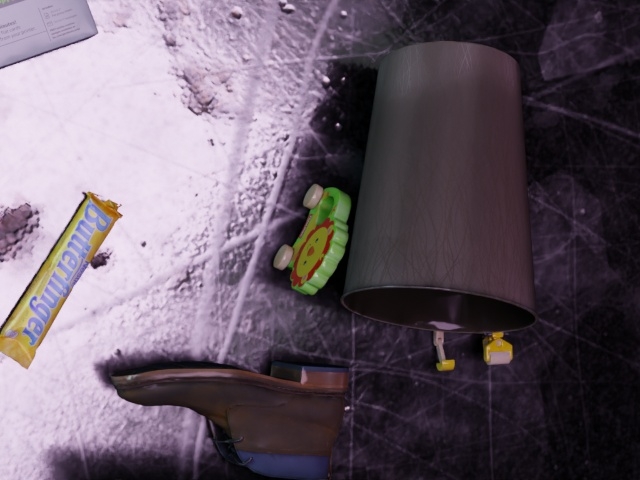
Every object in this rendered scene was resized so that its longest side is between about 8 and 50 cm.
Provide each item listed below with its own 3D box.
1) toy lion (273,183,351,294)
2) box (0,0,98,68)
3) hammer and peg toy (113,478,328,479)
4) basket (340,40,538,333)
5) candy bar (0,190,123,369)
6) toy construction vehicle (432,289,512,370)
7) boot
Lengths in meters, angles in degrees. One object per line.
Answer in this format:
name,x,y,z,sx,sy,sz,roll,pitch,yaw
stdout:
toy lion,0.000,0.000,1.176,0.034,0.096,0.100,28,82,-20
box,-0.282,-0.233,1.088,0.145,0.038,0.186,-22,99,-19
hammer and peg toy,-0.134,0.328,1.106,0.361,0.127,0.265,2,101,-16
basket,0.111,-0.047,1.175,0.204,0.154,0.226,22,67,-50
candy bar,-0.222,0.031,1.133,0.040,0.018,0.161,34,81,-19
toy construction vehicle,0.143,0.072,1.272,0.086,0.035,0.098,-5,86,-22
boot,-0.076,0.159,1.162,0.219,0.082,0.106,3,89,-23
